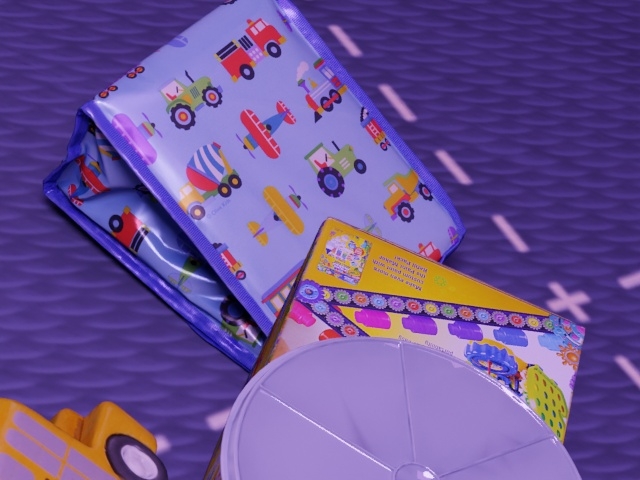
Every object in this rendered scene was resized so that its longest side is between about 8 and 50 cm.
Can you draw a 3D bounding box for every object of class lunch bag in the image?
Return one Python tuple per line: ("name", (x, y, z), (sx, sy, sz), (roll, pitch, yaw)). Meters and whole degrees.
("lunch bag", (-0.031, -0.028, 1.325), (0.293, 0.138, 0.221), (45, 55, 5))

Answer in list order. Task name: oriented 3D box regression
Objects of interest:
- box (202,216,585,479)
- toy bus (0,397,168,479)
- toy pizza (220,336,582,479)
("box", (0.003, 0.199, 1.001), (0.177, 0.290, 0.279), (24, 43, -2))
("toy bus", (-0.182, 0.201, 0.959), (0.130, 0.108, 0.332), (37, 21, -15))
("toy pizza", (0.044, 0.132, 0.847), (0.201, 0.032, 0.201), (13, 43, -13))
